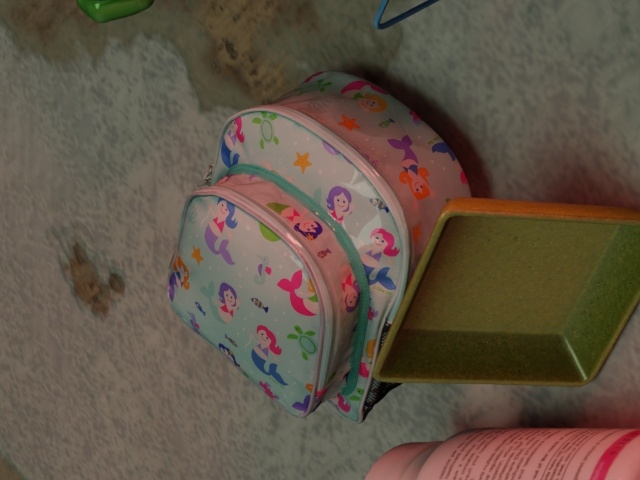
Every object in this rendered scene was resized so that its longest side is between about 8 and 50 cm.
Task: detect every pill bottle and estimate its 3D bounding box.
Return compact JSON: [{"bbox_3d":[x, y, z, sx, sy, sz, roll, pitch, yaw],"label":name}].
[{"bbox_3d":[0.170,0.228,1.380,0.283,0.160,0.160,-6,108,47],"label":"pill bottle"}]

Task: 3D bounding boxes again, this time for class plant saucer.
[{"bbox_3d":[0.145,0.033,1.307,0.188,0.188,0.045,110,155,-42],"label":"plant saucer"}]

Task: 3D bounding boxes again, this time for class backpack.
[{"bbox_3d":[0.000,0.000,1.413,0.225,0.191,0.254,39,131,24],"label":"backpack"}]

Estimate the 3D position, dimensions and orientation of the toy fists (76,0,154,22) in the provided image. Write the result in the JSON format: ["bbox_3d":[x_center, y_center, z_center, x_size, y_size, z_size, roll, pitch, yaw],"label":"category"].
[{"bbox_3d":[-0.233,-0.306,1.460,0.279,0.096,0.142,59,166,-22],"label":"toy fists"}]

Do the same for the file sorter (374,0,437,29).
[{"bbox_3d":[0.035,-0.254,1.269,0.170,0.118,0.104,45,142,17],"label":"file sorter"}]
